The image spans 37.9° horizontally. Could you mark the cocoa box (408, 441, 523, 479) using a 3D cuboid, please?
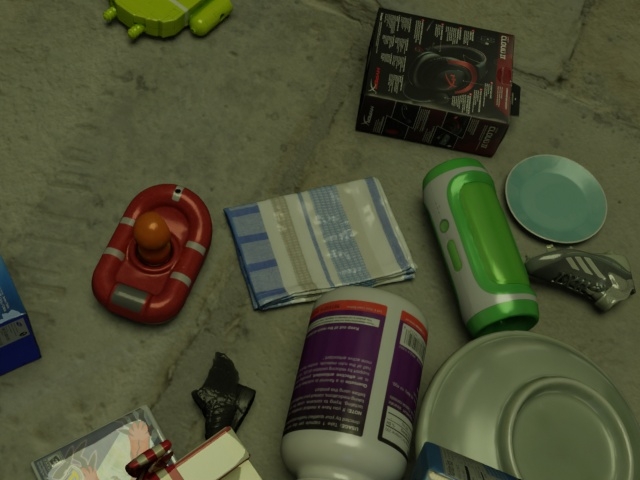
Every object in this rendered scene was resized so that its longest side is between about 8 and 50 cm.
[{"bbox_3d":[0.168,0.458,1.137,0.228,0.231,0.347,22,89,6],"label":"cocoa box"}]

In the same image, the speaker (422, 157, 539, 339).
[{"bbox_3d":[0.261,0.013,1.542,0.131,0.131,0.296,-8,62,-13],"label":"speaker"}]

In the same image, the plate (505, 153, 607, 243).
[{"bbox_3d":[0.420,-0.072,1.672,0.188,0.024,0.188,3,60,-6],"label":"plate"}]

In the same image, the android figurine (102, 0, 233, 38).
[{"bbox_3d":[-0.294,-0.483,1.783,0.248,0.056,0.273,35,61,11],"label":"android figurine"}]

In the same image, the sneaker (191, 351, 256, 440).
[{"bbox_3d":[-0.158,0.252,1.388,0.089,0.051,0.170,26,55,7],"label":"sneaker"}]

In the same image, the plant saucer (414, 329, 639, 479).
[{"bbox_3d":[0.334,0.311,1.343,0.401,0.100,0.400,8,66,-19],"label":"plant saucer"}]

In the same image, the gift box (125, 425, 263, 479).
[{"bbox_3d":[-0.171,0.393,1.164,0.276,0.255,0.258,-31,78,-21],"label":"gift box"}]

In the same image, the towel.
[{"bbox_3d":[0.000,0.000,1.564,0.285,0.034,0.209,-12,62,-15],"label":"towel"}]

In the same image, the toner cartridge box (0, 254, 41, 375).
[{"bbox_3d":[-0.526,0.016,1.401,0.075,0.165,0.347,-23,67,-21],"label":"toner cartridge box"}]

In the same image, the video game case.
[{"bbox_3d":[-0.284,0.358,1.322,0.184,0.023,0.201,-25,67,-21],"label":"video game case"}]

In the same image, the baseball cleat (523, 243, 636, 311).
[{"bbox_3d":[0.441,0.065,1.556,0.206,0.072,0.109,-1,61,-19],"label":"baseball cleat"}]

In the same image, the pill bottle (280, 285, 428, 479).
[{"bbox_3d":[0.047,0.240,1.348,0.182,0.181,0.322,14,60,0],"label":"pill bottle"}]

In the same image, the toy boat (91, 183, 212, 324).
[{"bbox_3d":[-0.258,0.006,1.453,0.151,0.151,0.231,19,60,2],"label":"toy boat"}]

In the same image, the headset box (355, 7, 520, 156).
[{"bbox_3d":[0.227,-0.288,1.717,0.293,0.110,0.218,10,60,-2],"label":"headset box"}]
